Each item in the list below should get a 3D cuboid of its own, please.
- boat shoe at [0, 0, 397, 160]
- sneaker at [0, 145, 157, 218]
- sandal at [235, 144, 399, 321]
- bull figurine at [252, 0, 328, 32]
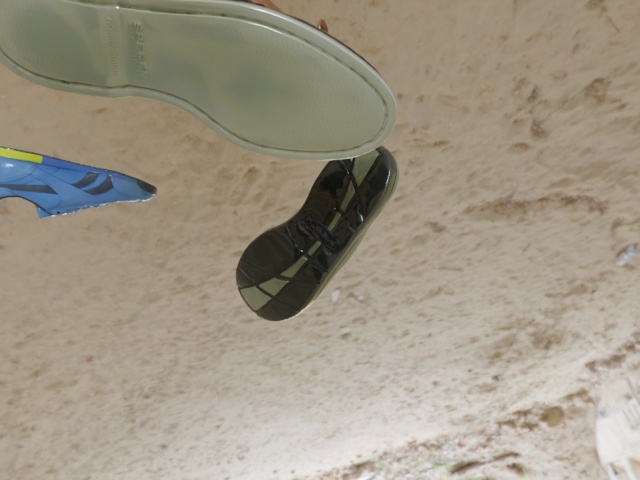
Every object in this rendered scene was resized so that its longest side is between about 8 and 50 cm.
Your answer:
[{"bbox_3d":[-0.098,-0.165,0.490,0.339,0.113,0.127,10,131,0],"label":"boat shoe"},{"bbox_3d":[-0.326,-0.064,0.746,0.209,0.082,0.069,10,180,-33],"label":"sneaker"},{"bbox_3d":[0.002,0.000,0.756,0.303,0.120,0.086,-45,162,22],"label":"sandal"},{"bbox_3d":[-0.110,-0.298,0.766,0.188,0.310,0.101,-26,151,-55],"label":"bull figurine"}]
